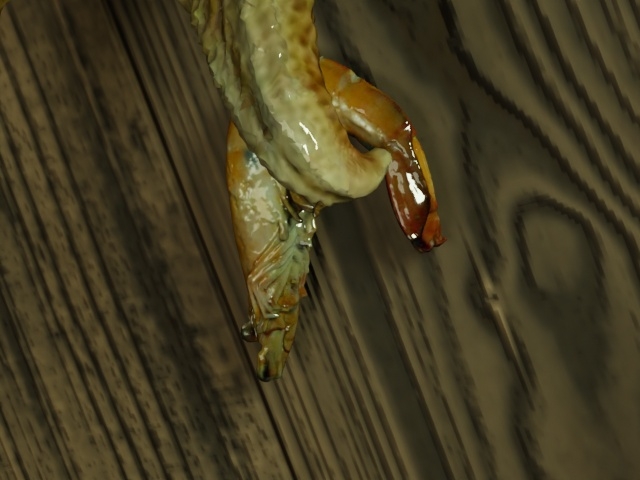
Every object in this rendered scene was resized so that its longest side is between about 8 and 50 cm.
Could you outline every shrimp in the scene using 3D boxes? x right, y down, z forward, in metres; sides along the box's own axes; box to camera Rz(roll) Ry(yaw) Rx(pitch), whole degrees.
[{"bbox_3d":[0.000,0.000,0.633,0.091,0.025,0.127,27,123,31],"label":"shrimp"}]

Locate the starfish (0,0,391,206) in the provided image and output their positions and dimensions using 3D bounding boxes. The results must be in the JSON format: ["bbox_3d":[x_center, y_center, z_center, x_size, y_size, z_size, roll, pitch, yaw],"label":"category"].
[{"bbox_3d":[-0.071,-0.170,0.565,0.327,0.094,0.375,34,117,20],"label":"starfish"}]
